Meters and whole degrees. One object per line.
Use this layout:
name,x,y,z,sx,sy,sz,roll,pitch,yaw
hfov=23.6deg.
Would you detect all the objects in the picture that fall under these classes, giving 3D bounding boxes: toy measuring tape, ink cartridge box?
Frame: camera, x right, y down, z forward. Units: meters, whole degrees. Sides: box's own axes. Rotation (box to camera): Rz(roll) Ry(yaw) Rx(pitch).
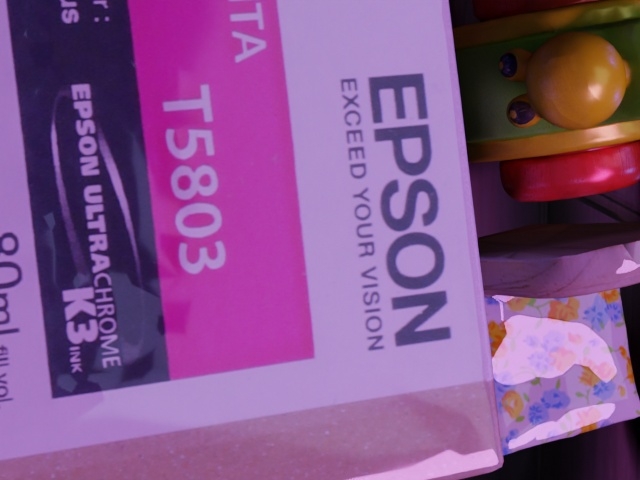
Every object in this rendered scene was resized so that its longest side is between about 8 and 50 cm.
toy measuring tape,0.122,-0.084,0.782,0.330,0.121,0.121,-34,114,-76
ink cartridge box,-0.061,-0.037,0.428,0.193,0.088,0.235,-8,91,-21

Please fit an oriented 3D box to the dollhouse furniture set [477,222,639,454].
dollhouse furniture set,0.285,0.145,0.641,0.394,0.256,0.362,-13,95,-18
